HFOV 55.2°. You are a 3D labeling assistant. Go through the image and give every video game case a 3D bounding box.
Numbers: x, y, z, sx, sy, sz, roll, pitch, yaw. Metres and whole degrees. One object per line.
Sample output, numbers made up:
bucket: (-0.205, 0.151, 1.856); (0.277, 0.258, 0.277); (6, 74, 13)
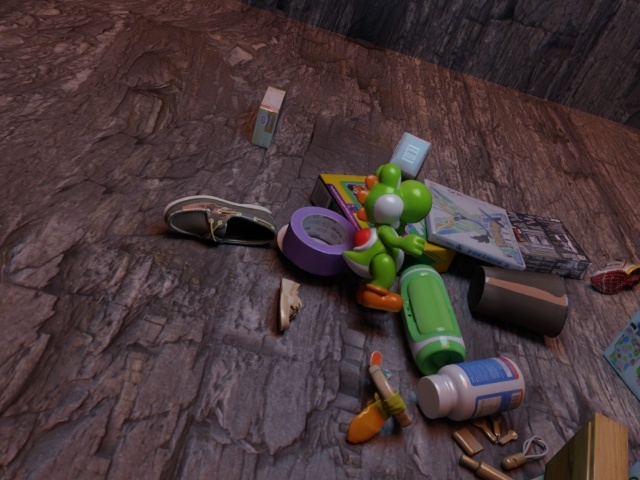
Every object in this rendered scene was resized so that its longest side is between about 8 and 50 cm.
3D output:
video game case: (0.457, -0.051, 1.867); (0.299, 0.036, 0.329); (20, 33, -8)

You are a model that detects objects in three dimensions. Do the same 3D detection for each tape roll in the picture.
tape roll: (0.000, 0.000, 1.613); (0.188, 0.080, 0.189); (14, 38, -11)

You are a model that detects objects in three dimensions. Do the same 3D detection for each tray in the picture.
tray: (0.463, 0.528, 1.095); (0.076, 0.203, 0.411); (27, 39, 8)

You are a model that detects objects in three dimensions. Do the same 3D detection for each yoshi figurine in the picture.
yoshi figurine: (0.196, -0.008, 1.545); (0.203, 0.362, 0.203); (6, 0, 35)

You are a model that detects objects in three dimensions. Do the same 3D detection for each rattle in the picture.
rattle: (0.108, 0.343, 1.337); (0.130, 0.143, 0.200); (39, 7, -31)

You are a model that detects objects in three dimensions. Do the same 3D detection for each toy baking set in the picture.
toy baking set: (0.413, 0.464, 1.324); (0.256, 0.030, 0.197); (31, 36, 14)

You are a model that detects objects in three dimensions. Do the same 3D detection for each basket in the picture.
basket: (0.540, 0.155, 1.699); (0.226, 0.154, 0.204); (13, 40, -4)

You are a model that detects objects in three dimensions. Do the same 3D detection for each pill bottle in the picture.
pill bottle: (0.334, 0.334, 1.372); (0.221, 0.124, 0.124); (-2, 41, -23)

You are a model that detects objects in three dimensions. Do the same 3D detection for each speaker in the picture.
speaker: (0.272, 0.196, 1.530); (0.131, 0.131, 0.297); (11, 36, -13)

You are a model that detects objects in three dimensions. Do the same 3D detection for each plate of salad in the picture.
plate of salad: (-0.026, 0.023, 1.678); (0.199, 0.048, 0.200); (14, 37, -11)

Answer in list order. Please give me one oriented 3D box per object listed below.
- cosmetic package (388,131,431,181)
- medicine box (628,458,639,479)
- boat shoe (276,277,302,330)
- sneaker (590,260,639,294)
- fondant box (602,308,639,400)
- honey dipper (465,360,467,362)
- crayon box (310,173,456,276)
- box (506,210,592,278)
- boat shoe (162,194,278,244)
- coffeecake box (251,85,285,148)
cosmetic package: (0.291, -0.258, 2.041); (0.107, 0.127, 0.238); (25, -6, 4)
medicine box: (0.572, 0.559, 1.051); (0.149, 0.289, 0.263); (26, 36, 5)
boat shoe: (-0.072, 0.152, 1.472); (0.059, 0.063, 0.170); (9, 36, -6)
sneaker: (0.967, 0.118, 2.027); (0.225, 0.088, 0.092); (-5, 22, -31)
fondant box: (0.914, 0.273, 1.564); (0.096, 0.330, 0.238); (4, 38, -25)
honey dipper: (0.375, 0.319, 1.499); (0.030, 0.030, 0.160); (-20, 53, -42)
crayon box: (0.184, -0.052, 1.832); (0.313, 0.106, 0.363); (0, 40, -28)
box: (0.708, 0.007, 2.035); (0.307, 0.077, 0.242); (7, 37, -17)
boat shoe: (-0.256, -0.045, 1.604); (0.304, 0.109, 0.091); (4, 33, -27)
coffeecake box: (-0.179, -0.427, 2.117); (0.068, 0.142, 0.186); (16, 36, -5)
